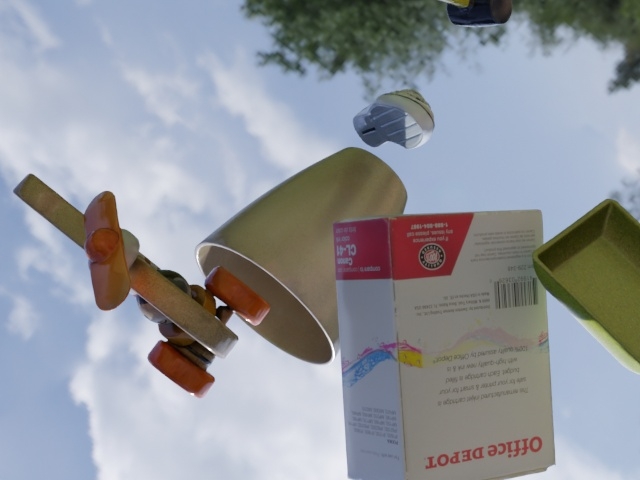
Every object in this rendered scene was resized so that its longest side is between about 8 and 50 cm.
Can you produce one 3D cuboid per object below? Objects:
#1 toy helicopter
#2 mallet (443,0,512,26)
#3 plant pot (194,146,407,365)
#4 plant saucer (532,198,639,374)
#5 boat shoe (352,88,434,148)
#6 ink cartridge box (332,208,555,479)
[{"bbox_3d":[-0.240,0.022,1.388,0.355,0.140,0.235,35,175,25],"label":"toy helicopter"},{"bbox_3d":[0.113,-0.236,1.138,0.062,0.039,0.190,8,-178,39],"label":"mallet"},{"bbox_3d":[0.000,0.000,1.769,0.256,0.274,0.256,34,156,17],"label":"plant pot"},{"bbox_3d":[0.343,0.059,1.365,0.188,0.045,0.188,47,-134,14],"label":"plant saucer"},{"bbox_3d":[0.111,-0.178,1.642,0.083,0.076,0.226,54,167,-16],"label":"boat shoe"},{"bbox_3d":[0.143,0.120,1.380,0.226,0.306,0.131,-2,-179,-32],"label":"ink cartridge box"}]
